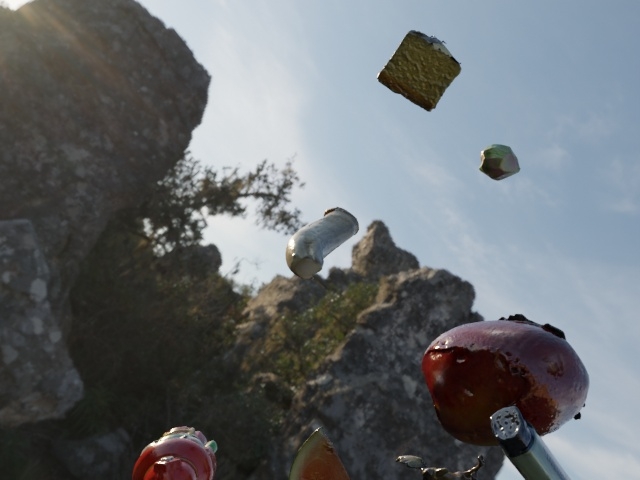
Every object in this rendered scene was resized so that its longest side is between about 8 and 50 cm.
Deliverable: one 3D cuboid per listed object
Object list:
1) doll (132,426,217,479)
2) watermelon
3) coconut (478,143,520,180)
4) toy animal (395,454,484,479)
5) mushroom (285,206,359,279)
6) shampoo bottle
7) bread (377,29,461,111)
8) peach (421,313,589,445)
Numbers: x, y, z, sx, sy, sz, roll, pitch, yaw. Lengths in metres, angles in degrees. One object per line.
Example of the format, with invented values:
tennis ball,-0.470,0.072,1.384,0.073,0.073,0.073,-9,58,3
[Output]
doll,-0.330,0.524,1.289,0.363,0.182,0.160,126,-39,-77
watermelon,-0.006,0.609,1.320,0.159,0.128,0.303,-49,-121,52
coconut,0.381,-0.168,1.221,0.081,0.083,0.082,-17,-59,30
toy animal,0.273,0.518,1.188,0.214,0.094,0.186,45,-51,0
mushroom,0.000,0.000,1.396,0.122,0.351,0.095,9,-66,17
shampoo bottle,0.484,0.497,1.238,0.359,0.078,0.134,51,21,-20
bread,0.220,-0.382,1.285,0.152,0.147,0.127,10,39,-31
peach,0.497,0.386,1.538,0.353,0.416,0.339,-56,133,-84
